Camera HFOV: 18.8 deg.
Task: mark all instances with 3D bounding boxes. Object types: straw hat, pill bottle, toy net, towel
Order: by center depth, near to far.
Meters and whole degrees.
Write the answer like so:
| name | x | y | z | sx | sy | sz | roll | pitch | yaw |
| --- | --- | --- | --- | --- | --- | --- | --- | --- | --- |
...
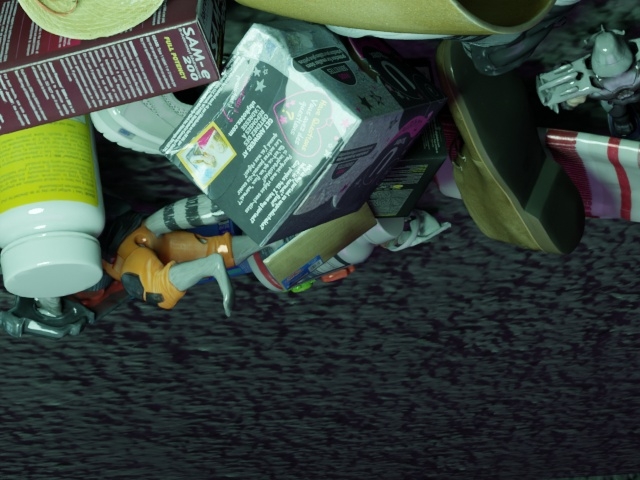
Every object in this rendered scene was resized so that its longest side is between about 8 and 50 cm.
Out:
| name | x | y | z | sx | sy | sz | roll | pitch | yaw |
| --- | --- | --- | --- | --- | --- | --- | --- | --- | --- |
| straw hat | -0.200 | -0.248 | 1.683 | 0.145 | 0.144 | 0.061 | -7 | -160 | -7 |
| pill bottle | -0.280 | -0.056 | 1.958 | 0.119 | 0.208 | 0.119 | -8 | 159 | -3 |
| towel | 0.272 | -0.077 | 2.225 | 0.329 | 0.037 | 0.237 | 10 | 164 | 17 |
| pill bottle | 0.006 | -0.014 | 2.349 | 0.180 | 0.108 | 0.108 | -21 | 157 | 28 |
| toy net | 0.053 | 0.004 | 2.463 | 0.232 | 0.045 | 0.122 | -19 | -169 | -1 |

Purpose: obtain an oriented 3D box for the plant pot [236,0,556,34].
| name | x | y | z | sx | sy | sz | roll | pitch | yaw |
| --- | --- | --- | --- | --- | --- | --- | --- | --- | --- |
| plant pot | 0.034 | -0.267 | 1.560 | 0.254 | 0.237 | 0.237 | -5 | 167 | 38 |

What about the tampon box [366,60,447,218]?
| name | x | y | z | sx | sy | sz | roll | pitch | yaw |
| --- | --- | --- | --- | --- | --- | --- | --- | --- | --- |
| tampon box | 0.060 | -0.107 | 2.102 | 0.101 | 0.120 | 0.161 | -3 | 159 | -15 |

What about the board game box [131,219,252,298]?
| name | x | y | z | sx | sy | sz | roll | pitch | yaw |
| --- | --- | --- | --- | --- | --- | --- | --- | --- | --- |
| board game box | -0.192 | 0.016 | 2.427 | 0.210 | 0.047 | 0.160 | -13 | 160 | 8 |

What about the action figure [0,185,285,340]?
| name | x | y | z | sx | sy | sz | roll | pitch | yaw |
| --- | --- | --- | --- | --- | --- | --- | --- | --- | --- |
| action figure | -0.200 | -0.014 | 2.162 | 0.330 | 0.178 | 0.341 | 9 | -154 | 17 |

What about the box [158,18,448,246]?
| name | x | y | z | sx | sy | sz | roll | pitch | yaw |
| --- | --- | --- | --- | --- | --- | --- | --- | --- | --- |
| box | -0.008 | -0.111 | 1.839 | 0.163 | 0.142 | 0.247 | -51 | 169 | 21 |

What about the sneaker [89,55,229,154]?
| name | x | y | z | sx | sy | sz | roll | pitch | yaw |
| --- | --- | --- | --- | --- | --- | --- | --- | --- | --- |
| sneaker | -0.097 | -0.131 | 1.992 | 0.281 | 0.105 | 0.115 | 6 | 148 | -43 |

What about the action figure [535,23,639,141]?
| name | x | y | z | sx | sy | sz | roll | pitch | yaw |
| --- | --- | --- | --- | --- | --- | --- | --- | --- | --- |
| action figure | 0.333 | -0.167 | 2.111 | 0.185 | 0.099 | 0.285 | -8 | 157 | 18 |

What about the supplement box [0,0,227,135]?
| name | x | y | z | sx | sy | sz | roll | pitch | yaw |
| --- | --- | --- | --- | --- | --- | --- | --- | --- | --- |
| supplement box | -0.209 | -0.179 | 1.755 | 0.239 | 0.130 | 0.073 | -13 | 129 | 11 |

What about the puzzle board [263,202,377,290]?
| name | x | y | z | sx | sy | sz | roll | pitch | yaw |
| --- | --- | --- | --- | --- | --- | --- | --- | --- | --- |
| puzzle board | 0.000 | 0.000 | 2.100 | 0.128 | 0.011 | 0.096 | -36 | 158 | -2 |

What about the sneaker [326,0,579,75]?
| name | x | y | z | sx | sy | sz | roll | pitch | yaw |
| --- | --- | --- | --- | --- | --- | --- | --- | --- | --- |
| sneaker | 0.126 | -0.215 | 1.863 | 0.269 | 0.101 | 0.153 | -9 | 157 | -8 |

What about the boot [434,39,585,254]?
| name | x | y | z | sx | sy | sz | roll | pitch | yaw |
| --- | --- | --- | --- | --- | --- | --- | --- | --- | --- |
| boot | 0.175 | -0.100 | 2.087 | 0.115 | 0.112 | 0.305 | 3 | 138 | 39 |

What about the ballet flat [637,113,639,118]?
| name | x | y | z | sx | sy | sz | roll | pitch | yaw |
| --- | --- | --- | --- | --- | --- | --- | --- | --- | --- |
| ballet flat | 0.470 | -0.108 | 2.347 | 0.241 | 0.077 | 0.091 | 2 | 158 | -28 |
